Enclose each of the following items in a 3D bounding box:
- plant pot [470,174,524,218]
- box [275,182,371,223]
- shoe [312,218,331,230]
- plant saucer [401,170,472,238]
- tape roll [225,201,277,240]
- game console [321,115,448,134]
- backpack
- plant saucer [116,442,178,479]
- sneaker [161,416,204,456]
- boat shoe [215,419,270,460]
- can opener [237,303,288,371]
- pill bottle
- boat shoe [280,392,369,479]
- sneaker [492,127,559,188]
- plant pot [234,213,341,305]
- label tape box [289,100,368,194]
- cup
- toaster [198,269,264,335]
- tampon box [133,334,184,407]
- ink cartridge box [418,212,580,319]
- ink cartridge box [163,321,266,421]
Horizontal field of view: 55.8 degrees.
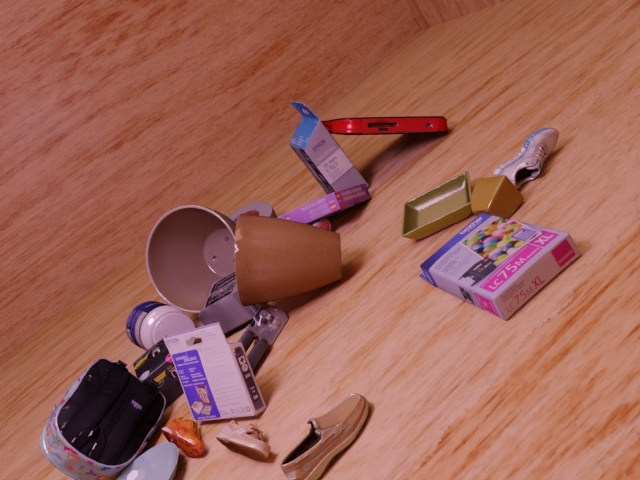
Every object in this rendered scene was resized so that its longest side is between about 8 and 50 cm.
[{"bbox_3d":[0.379,-0.083,1.325,0.081,0.081,0.083,-3,49,56],"label":"plant pot"},{"bbox_3d":[-0.011,-0.092,1.903,0.293,0.057,0.201,-22,1,34],"label":"box"},{"bbox_3d":[0.000,0.000,1.784,0.081,0.063,0.178,-7,37,46],"label":"shoe"},{"bbox_3d":[0.294,-0.078,1.493,0.188,0.045,0.188,-27,22,23],"label":"plant saucer"},{"bbox_3d":[-0.262,-0.050,2.228,0.219,0.072,0.219,-19,33,13],"label":"tape roll"},{"bbox_3d":[0.203,-0.385,2.055,0.387,0.060,0.342,-3,9,-15],"label":"game console"},{"bbox_3d":[-0.508,0.429,1.392,0.191,0.225,0.253,-48,11,23],"label":"backpack"},{"bbox_3d":[-0.361,0.507,1.245,0.195,0.037,0.195,-31,19,12],"label":"plant saucer"},{"bbox_3d":[-0.289,0.415,1.305,0.067,0.064,0.175,-35,20,-28],"label":"sneaker"},{"bbox_3d":[-0.142,0.373,1.153,0.170,0.063,0.059,-8,39,54],"label":"boat shoe"},{"bbox_3d":[-0.171,0.267,1.468,0.283,0.076,0.095,-56,-4,-44],"label":"can opener"},{"bbox_3d":[-0.480,0.267,1.818,0.153,0.153,0.265,-45,22,-24],"label":"pill bottle"},{"bbox_3d":[0.008,0.321,1.011,0.190,0.072,0.068,-47,22,-29],"label":"boat shoe"},{"bbox_3d":[0.491,-0.181,1.393,0.190,0.071,0.083,-46,27,-3],"label":"sneaker"},{"bbox_3d":[-0.074,0.043,1.543,0.254,0.237,0.237,-3,24,2],"label":"plant pot"},{"bbox_3d":[-0.009,-0.300,2.045,0.115,0.347,0.249,-41,20,-2],"label":"label tape box"},{"bbox_3d":[-0.354,0.051,1.946,0.331,0.331,0.237,-29,-6,19],"label":"cup"},{"bbox_3d":[-0.242,0.173,1.705,0.186,0.110,0.168,-30,21,16],"label":"toaster"},{"bbox_3d":[-0.411,0.345,1.599,0.120,0.101,0.161,-41,21,-13],"label":"tampon box"},{"bbox_3d":[0.321,0.034,1.177,0.186,0.065,0.311,-39,18,-9],"label":"ink cartridge box"},{"bbox_3d":[-0.232,0.282,1.302,0.206,0.208,0.045,-19,3,39],"label":"ink cartridge box"}]
